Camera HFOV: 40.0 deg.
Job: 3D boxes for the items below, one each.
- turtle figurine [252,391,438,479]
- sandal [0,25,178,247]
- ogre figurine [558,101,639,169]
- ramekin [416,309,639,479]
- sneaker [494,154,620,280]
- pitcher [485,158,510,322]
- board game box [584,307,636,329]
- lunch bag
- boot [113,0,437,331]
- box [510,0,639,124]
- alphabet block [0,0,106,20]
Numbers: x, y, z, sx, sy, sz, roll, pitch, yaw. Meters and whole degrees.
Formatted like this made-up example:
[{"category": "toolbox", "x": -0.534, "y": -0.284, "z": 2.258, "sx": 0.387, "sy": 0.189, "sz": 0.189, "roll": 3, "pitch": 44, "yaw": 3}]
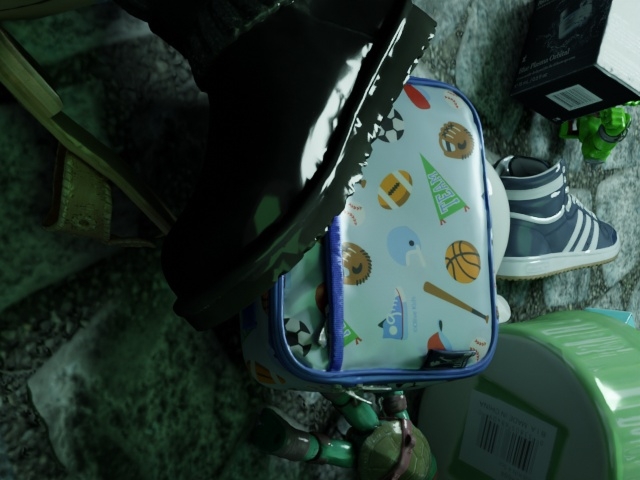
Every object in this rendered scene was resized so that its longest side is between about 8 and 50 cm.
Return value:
[{"category": "turtle figurine", "x": 0.049, "y": 0.206, "z": 0.897, "sx": 0.234, "sy": 0.118, "sz": 0.175, "roll": 38, "pitch": 66, "yaw": -36}, {"category": "sandal", "x": -0.188, "y": -0.044, "z": 0.662, "sx": 0.079, "sy": 0.088, "sz": 0.240, "roll": -39, "pitch": 118, "yaw": -2}, {"category": "ogre figurine", "x": 0.387, "y": -0.188, "z": 1.221, "sx": 0.097, "sy": 0.197, "sz": 0.118, "roll": -8, "pitch": 140, "yaw": -12}, {"category": "ramekin", "x": 0.249, "y": 0.229, "z": 0.981, "sx": 0.148, "sy": 0.303, "sz": 0.303, "roll": 4, "pitch": 90, "yaw": -40}, {"category": "sneaker", "x": 0.316, "y": -0.041, "z": 1.172, "sx": 0.282, "sy": 0.099, "sz": 0.153, "roll": -10, "pitch": 102, "yaw": -43}, {"category": "pitcher", "x": 0.128, "y": 0.018, "z": 0.970, "sx": 0.178, "sy": 0.125, "sz": 0.207, "roll": -27, "pitch": 124, "yaw": -27}, {"category": "board game box", "x": 0.385, "y": 0.304, "z": 1.285, "sx": 0.336, "sy": 0.079, "sz": 0.253, "roll": -47, "pitch": 125, "yaw": -35}, {"category": "lunch bag", "x": 0.036, "y": -0.003, "z": 0.794, "sx": 0.243, "sy": 0.115, "sz": 0.303, "roll": 5, "pitch": 74, "yaw": -26}, {"category": "boot", "x": -0.085, "y": -0.132, "z": 0.643, "sx": 0.260, "sy": 0.131, "sz": 0.348, "roll": 39, "pitch": 56, "yaw": -16}, {"category": "box", "x": 0.344, "y": -0.251, "z": 1.131, "sx": 0.093, "sy": 0.156, "sz": 0.158, "roll": 26, "pitch": 73, "yaw": -23}, {"category": "alphabet block", "x": -0.223, "y": -0.230, "z": 0.509, "sx": 0.197, "sy": 0.192, "sz": 0.193, "roll": -19, "pitch": 105, "yaw": -44}]
